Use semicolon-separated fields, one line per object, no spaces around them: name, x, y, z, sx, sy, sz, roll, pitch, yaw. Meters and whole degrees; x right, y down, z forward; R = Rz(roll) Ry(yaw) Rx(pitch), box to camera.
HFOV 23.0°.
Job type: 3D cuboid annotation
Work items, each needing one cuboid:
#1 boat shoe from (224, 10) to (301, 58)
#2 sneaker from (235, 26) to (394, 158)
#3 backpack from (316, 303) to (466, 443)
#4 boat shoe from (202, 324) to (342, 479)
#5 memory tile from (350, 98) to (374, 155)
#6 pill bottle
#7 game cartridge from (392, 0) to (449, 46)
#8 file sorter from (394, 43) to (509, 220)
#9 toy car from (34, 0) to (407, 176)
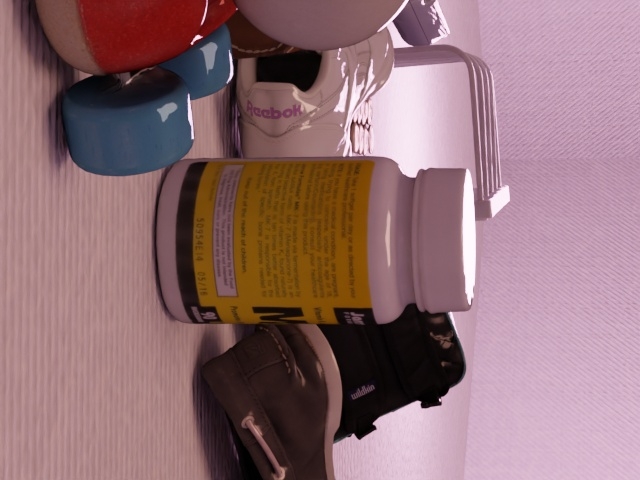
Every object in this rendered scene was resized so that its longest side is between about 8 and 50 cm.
boat shoe;-0.067;-0.282;1.042;0.120;0.122;0.324;-23;105;-72
sneaker;-0.003;-0.166;1.345;0.305;0.114;0.152;-79;166;-47
backpack;0.023;0.054;1.342;0.144;0.166;0.188;-116;-175;-50
boat shoe;-0.038;0.196;1.278;0.112;0.095;0.335;49;-27;44
memory tile;0.049;-0.160;1.915;0.148;0.012;0.113;-13;103;-80
pill bottle;0.000;0.000;1.097;0.119;0.208;0.119;0;90;-79
game cartridge;0.044;-0.335;1.523;0.196;0.060;0.294;19;49;-76
file sorter;0.088;-0.108;1.647;0.277;0.193;0.173;-23;109;-79
toy car;-0.026;-0.169;0.880;0.210;0.238;0.219;-70;158;-62
